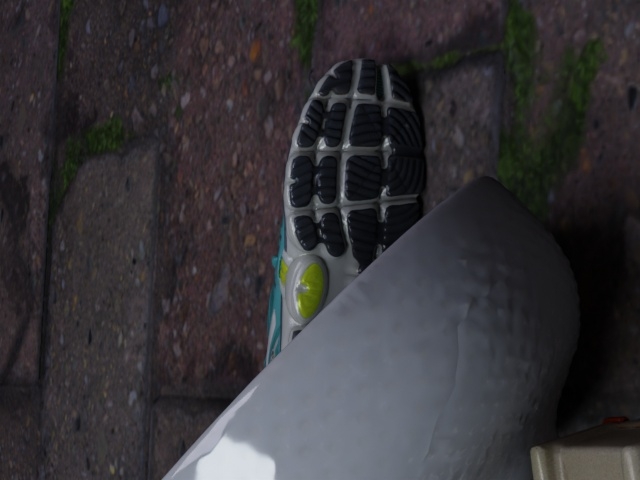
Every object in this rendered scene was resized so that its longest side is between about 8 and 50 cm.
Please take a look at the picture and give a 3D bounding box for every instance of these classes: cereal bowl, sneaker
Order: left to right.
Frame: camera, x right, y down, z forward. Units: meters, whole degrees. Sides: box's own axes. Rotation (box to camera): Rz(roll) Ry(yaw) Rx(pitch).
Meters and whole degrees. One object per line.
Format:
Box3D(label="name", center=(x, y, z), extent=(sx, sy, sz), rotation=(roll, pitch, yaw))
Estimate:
Box3D(label="sneaker", center=(0.000, 0.000, 1.149), extent=(0.110, 0.107, 0.275), rotation=(-157, 76, -65))
Box3D(label="cereal bowl", center=(0.035, 0.128, 0.916), extent=(0.141, 0.339, 0.339), rotation=(45, 129, 10))

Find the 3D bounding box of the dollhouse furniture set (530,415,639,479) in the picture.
Box3D(label="dollhouse furniture set", center=(0.204, 0.220, 0.814), extent=(0.262, 0.135, 0.259), rotation=(-11, 87, 55))
